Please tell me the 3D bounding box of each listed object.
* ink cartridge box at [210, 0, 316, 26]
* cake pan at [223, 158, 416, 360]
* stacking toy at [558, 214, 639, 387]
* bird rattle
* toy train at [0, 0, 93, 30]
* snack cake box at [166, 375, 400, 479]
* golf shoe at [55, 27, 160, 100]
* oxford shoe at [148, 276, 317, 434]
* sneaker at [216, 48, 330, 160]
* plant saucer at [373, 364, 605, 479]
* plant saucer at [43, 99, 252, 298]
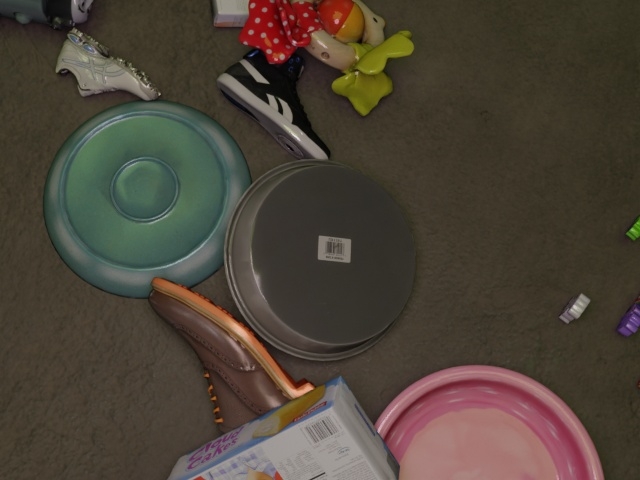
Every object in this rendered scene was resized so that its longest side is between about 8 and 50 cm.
[{"bbox_3d":[-0.094,-0.420,1.348,0.179,0.045,0.146,-3,74,-22],"label":"ink cartridge box"},{"bbox_3d":[0.011,0.021,1.167,0.293,0.054,0.293,4,79,-21],"label":"cake pan"},{"bbox_3d":[0.480,0.087,1.221,0.167,0.052,0.221,39,75,6],"label":"stacking toy"},{"bbox_3d":[0.011,-0.313,1.261,0.253,0.143,0.207,23,45,-7],"label":"bird rattle"},{"bbox_3d":[-0.500,-0.432,1.282,0.333,0.142,0.190,10,83,0],"label":"toy train"},{"bbox_3d":[-0.049,0.305,1.049,0.264,0.089,0.152,-29,101,16],"label":"snack cake box"},{"bbox_3d":[-0.331,-0.250,1.282,0.176,0.069,0.086,33,94,12],"label":"golf shoe"},{"bbox_3d":[-0.116,0.192,1.132,0.363,0.130,0.133,40,83,8],"label":"oxford shoe"},{"bbox_3d":[-0.043,-0.218,1.266,0.217,0.079,0.121,40,77,8],"label":"sneaker"},{"bbox_3d":[0.213,0.340,1.124,0.331,0.084,0.332,1,74,-2],"label":"plant saucer"},{"bbox_3d":[-0.261,-0.072,1.239,0.317,0.044,0.318,1,76,-2],"label":"plant saucer"}]
